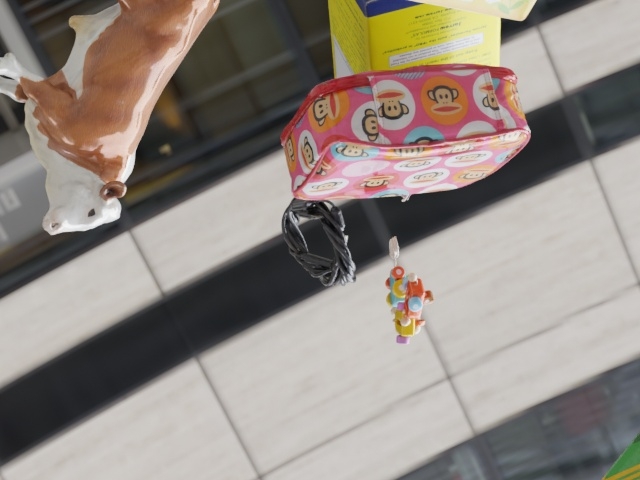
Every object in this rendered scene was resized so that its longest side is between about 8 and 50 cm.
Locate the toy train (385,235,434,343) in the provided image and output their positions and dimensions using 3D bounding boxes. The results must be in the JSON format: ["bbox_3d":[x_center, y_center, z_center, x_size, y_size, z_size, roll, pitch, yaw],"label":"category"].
[{"bbox_3d":[0.127,0.071,2.049,0.046,0.125,0.166,1,-150,-9],"label":"toy train"}]

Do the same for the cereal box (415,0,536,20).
[{"bbox_3d":[0.178,-0.335,1.505,0.173,0.240,0.047,8,-132,-20],"label":"cereal box"}]

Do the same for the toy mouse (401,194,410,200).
[{"bbox_3d":[0.166,-0.116,2.534,0.161,0.031,0.143,-52,-177,-25],"label":"toy mouse"}]

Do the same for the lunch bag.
[{"bbox_3d":[0.103,-0.126,1.933,0.293,0.120,0.258,-5,162,-20],"label":"lunch bag"}]

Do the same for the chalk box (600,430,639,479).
[{"bbox_3d":[0.300,0.337,1.389,0.289,0.180,0.179,-52,159,-3],"label":"chalk box"}]

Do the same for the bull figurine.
[{"bbox_3d":[-0.228,-0.162,1.479,0.310,0.188,0.101,-59,-157,1],"label":"bull figurine"}]

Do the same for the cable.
[{"bbox_3d":[0.000,0.000,2.231,0.047,0.150,0.184,-31,-171,-24],"label":"cable"}]

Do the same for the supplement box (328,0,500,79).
[{"bbox_3d":[0.131,-0.271,2.097,0.195,0.356,0.194,-16,-133,-9],"label":"supplement box"}]
